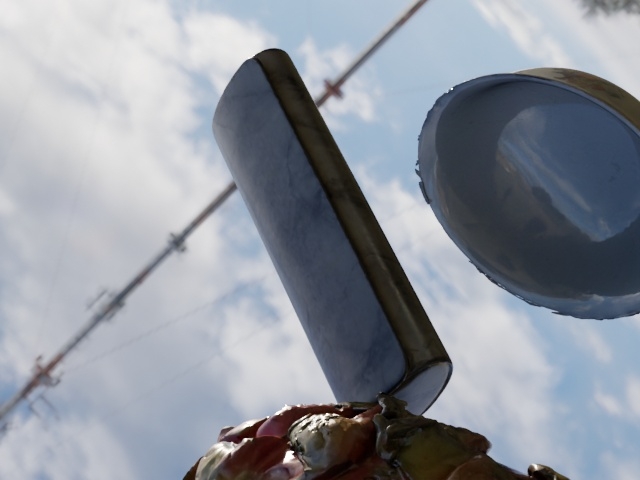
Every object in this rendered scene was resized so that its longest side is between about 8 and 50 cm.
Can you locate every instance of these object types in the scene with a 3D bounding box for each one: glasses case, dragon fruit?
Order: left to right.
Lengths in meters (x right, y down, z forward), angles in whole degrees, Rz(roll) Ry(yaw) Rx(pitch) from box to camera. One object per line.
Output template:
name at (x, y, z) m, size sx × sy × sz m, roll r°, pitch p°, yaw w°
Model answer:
glasses case at (0.000, 0.000, 0.905) m, size 0.060 × 0.114 × 0.299 m, roll -6°, pitch -126°, yaw -31°
dragon fruit at (0.023, 0.228, 0.753) m, size 0.291 × 0.269 × 0.250 m, roll 16°, pitch 152°, yaw 27°

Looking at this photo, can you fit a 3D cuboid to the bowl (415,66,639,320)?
bowl at (0.298, -0.087, 1.426) m, size 0.345 × 0.345 × 0.157 m, roll 46°, pitch -125°, yaw -3°
